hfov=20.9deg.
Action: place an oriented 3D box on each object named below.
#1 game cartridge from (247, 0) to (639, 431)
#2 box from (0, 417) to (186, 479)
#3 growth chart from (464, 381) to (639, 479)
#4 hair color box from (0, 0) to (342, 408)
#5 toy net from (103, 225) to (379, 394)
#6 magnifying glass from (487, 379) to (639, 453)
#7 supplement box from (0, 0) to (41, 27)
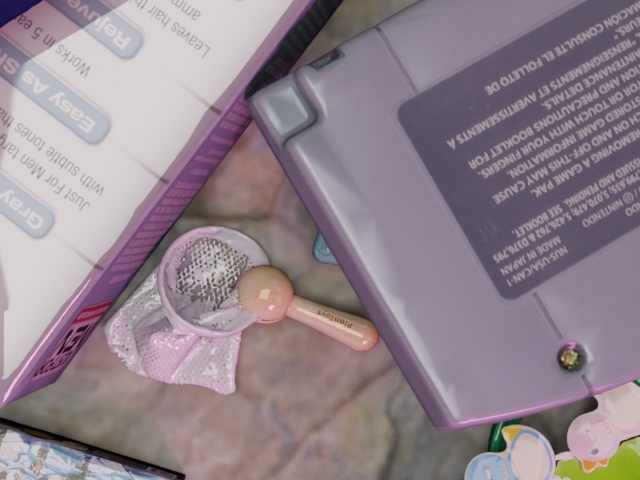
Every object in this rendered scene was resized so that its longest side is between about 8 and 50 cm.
[{"bbox_3d":[0.141,-0.049,0.784,0.297,0.062,0.198,-29,93,-12],"label":"game cartridge"},{"bbox_3d":[-0.144,0.140,0.850,0.137,0.027,0.094,17,91,2],"label":"box"},{"bbox_3d":[0.112,0.172,0.826,0.237,0.021,0.172,-31,98,9],"label":"growth chart"},{"bbox_3d":[-0.096,-0.129,0.796,0.185,0.113,0.374,38,93,2],"label":"hair color box"},{"bbox_3d":[0.000,0.000,0.829,0.232,0.045,0.122,-18,91,4],"label":"toy net"},{"bbox_3d":[0.140,0.041,0.836,0.092,0.026,0.231,12,94,3],"label":"magnifying glass"},{"bbox_3d":[-0.274,-0.226,0.690,0.194,0.195,0.356,-32,66,12],"label":"supplement box"}]
